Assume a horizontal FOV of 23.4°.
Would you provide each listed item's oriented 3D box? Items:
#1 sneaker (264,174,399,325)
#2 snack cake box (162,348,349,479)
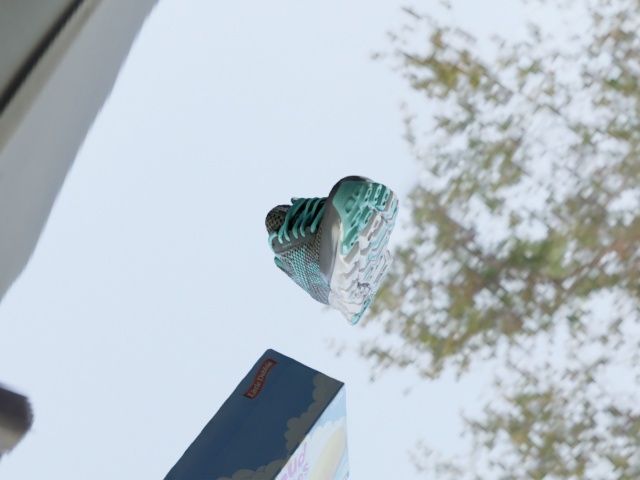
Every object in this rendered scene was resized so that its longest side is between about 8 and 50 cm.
[{"bbox_3d":[0.000,0.000,0.907,0.076,0.166,0.065,28,-109,9],"label":"sneaker"},{"bbox_3d":[-0.077,0.246,1.387,0.089,0.152,0.264,23,-128,22],"label":"snack cake box"}]
